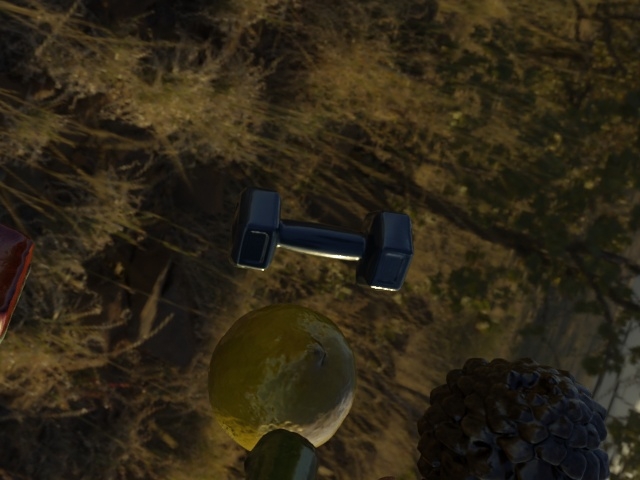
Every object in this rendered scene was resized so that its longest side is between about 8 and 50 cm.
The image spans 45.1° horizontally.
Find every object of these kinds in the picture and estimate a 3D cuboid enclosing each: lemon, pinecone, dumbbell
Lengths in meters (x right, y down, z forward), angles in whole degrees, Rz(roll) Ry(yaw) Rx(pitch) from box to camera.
[{"bbox_3d":[-0.059,0.212,1.175,0.236,0.236,0.263,-50,148,-38],"label":"lemon"},{"bbox_3d":[0.187,0.218,0.760,0.179,0.184,0.204,-64,152,-62],"label":"pinecone"},{"bbox_3d":[0.000,0.000,1.353,0.156,0.316,0.143,176,-77,-77],"label":"dumbbell"}]

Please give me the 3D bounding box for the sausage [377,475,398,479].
[{"bbox_3d":[0.082,0.312,0.902,0.083,0.034,0.034,-94,-170,-62],"label":"sausage"}]

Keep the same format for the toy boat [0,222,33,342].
[{"bbox_3d":[-0.460,0.009,0.744,0.133,0.332,0.145,-45,-150,39],"label":"toy boat"}]

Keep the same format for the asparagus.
[{"bbox_3d":[-0.043,0.225,0.579,0.067,0.060,0.277,63,11,-6],"label":"asparagus"}]
